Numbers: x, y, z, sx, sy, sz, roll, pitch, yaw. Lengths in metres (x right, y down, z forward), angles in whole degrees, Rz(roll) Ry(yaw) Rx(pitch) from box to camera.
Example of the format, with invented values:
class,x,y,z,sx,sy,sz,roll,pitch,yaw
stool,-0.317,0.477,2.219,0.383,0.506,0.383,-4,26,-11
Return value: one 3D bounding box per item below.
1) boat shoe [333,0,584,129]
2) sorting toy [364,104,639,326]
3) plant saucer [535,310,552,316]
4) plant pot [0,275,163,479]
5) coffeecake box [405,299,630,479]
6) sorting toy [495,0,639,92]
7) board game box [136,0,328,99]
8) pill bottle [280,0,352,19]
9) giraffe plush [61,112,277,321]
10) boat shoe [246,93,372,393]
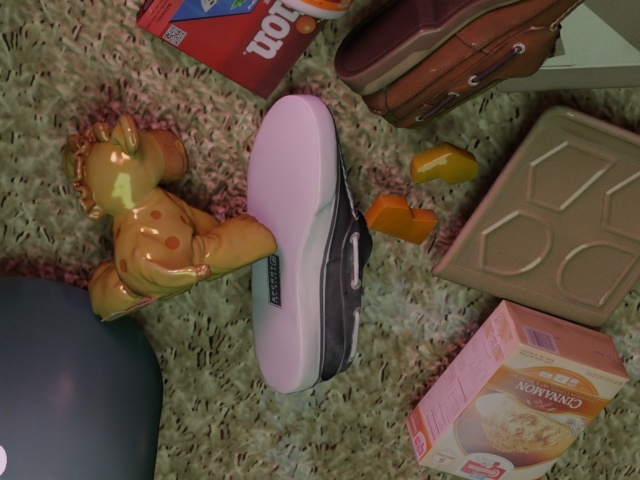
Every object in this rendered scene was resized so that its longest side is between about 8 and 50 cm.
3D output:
class,x,y,z,sx,sy,sz,roll,pitch,yaw
boat shoe,0.161,-0.201,1.602,0.307,0.111,0.104,-27,128,29
sorting toy,0.207,-0.036,1.778,0.307,0.041,0.229,18,123,-28
plant saucer,0.213,0.110,1.906,0.083,0.013,0.083,-3,122,-5
plant pot,-0.290,0.218,1.737,0.293,0.235,0.293,-3,125,-5
coffeecake box,0.198,0.163,1.886,0.142,0.068,0.185,19,124,-28
sorting toy,0.251,-0.224,1.677,0.347,0.047,0.196,-2,127,-1
board game box,-0.026,-0.266,1.629,0.145,0.027,0.281,28,115,-24
pill bottle,0.014,-0.271,1.563,0.086,0.086,0.152,18,119,-18
giraffe plush,-0.165,-0.029,1.699,0.181,0.210,0.170,-22,89,24
boat shoe,0.000,0.000,1.765,0.102,0.108,0.301,-15,115,-36
